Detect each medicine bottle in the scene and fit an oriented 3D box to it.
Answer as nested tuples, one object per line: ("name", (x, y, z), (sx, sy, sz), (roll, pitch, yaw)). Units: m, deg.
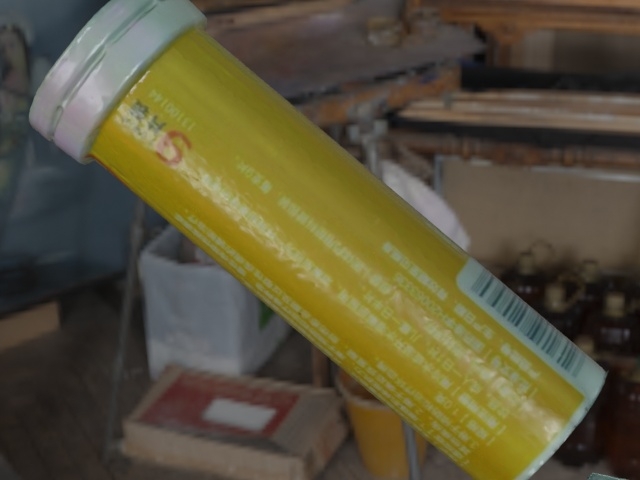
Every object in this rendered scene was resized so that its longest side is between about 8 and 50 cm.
("medicine bottle", (0.000, 0.000, 0.520), (0.218, 0.074, 0.074), (40, 39, 2))

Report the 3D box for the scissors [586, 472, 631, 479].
("scissors", (0.267, 0.162, 0.809), (0.248, 0.144, 0.017), (27, 47, -26))
